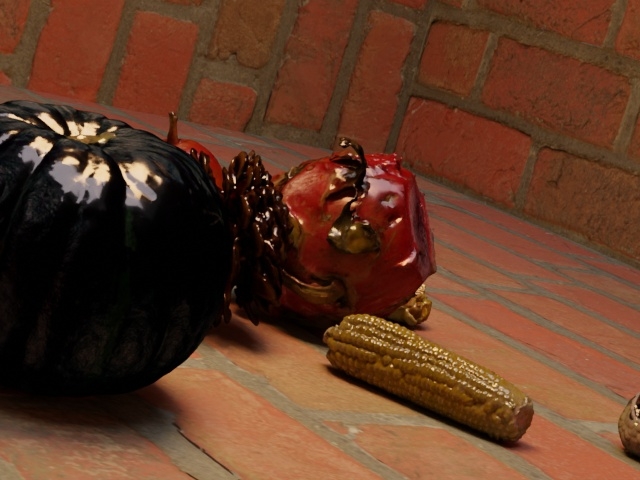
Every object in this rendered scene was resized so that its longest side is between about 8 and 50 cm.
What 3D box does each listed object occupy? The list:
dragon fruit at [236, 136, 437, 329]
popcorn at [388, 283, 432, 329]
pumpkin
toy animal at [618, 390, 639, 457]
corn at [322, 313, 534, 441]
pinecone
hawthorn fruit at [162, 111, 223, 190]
[{"bbox_3d":[0.000,0.000,2.282,0.291,0.250,0.269,-6,-3,13],"label":"dragon fruit"},{"bbox_3d":[0.132,0.088,2.502,0.084,0.084,0.084,16,9,-3],"label":"popcorn"},{"bbox_3d":[-0.271,0.004,1.699,0.363,0.266,0.363,17,16,-5],"label":"pumpkin"},{"bbox_3d":[0.431,0.230,2.119,0.098,0.098,0.137,19,9,15],"label":"toy animal"},{"bbox_3d":[0.129,0.163,2.038,0.288,0.087,0.086,23,11,27],"label":"corn"},{"bbox_3d":[-0.180,0.000,2.096,0.292,0.246,0.246,-1,12,-7],"label":"pinecone"},{"bbox_3d":[-0.222,-0.073,2.405,0.196,0.226,0.196,6,1,0],"label":"hawthorn fruit"}]
